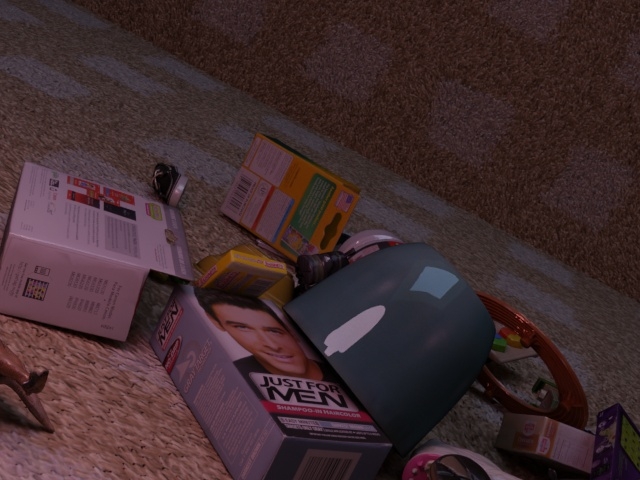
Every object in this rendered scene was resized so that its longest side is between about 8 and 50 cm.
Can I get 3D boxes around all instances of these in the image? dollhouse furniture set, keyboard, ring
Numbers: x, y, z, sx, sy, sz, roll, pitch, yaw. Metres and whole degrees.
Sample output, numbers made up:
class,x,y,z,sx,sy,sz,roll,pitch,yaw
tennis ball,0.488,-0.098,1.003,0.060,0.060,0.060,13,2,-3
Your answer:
class,x,y,z,sx,sy,sz,roll,pitch,yaw
dollhouse furniture set,0.462,0.332,1.911,0.059,0.076,0.151,27,15,-3
keyboard,-0.025,0.050,2.141,0.256,0.014,0.072,26,16,-2
ring,0.348,0.234,1.759,0.336,0.032,0.336,44,-22,23

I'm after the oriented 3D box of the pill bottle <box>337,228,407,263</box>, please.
class,x,y,z,sx,sy,sz,roll,pitch,yaw
pill bottle,0.134,0.120,1.813,0.210,0.210,0.363,22,17,-17

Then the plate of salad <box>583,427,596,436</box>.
class,x,y,z,sx,sy,sz,roll,pitch,yaw
plate of salad,0.540,0.403,1.861,0.200,0.048,0.200,25,15,-7

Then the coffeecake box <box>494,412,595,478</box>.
class,x,y,z,sx,sy,sz,roll,pitch,yaw
coffeecake box,0.422,0.362,1.660,0.185,0.068,0.142,22,-13,-14

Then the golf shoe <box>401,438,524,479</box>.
class,x,y,z,sx,sy,sz,roll,pitch,yaw
golf shoe,0.268,0.378,1.401,0.306,0.115,0.140,29,13,3

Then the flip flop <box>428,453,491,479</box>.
class,x,y,z,sx,sy,sz,roll,pitch,yaw
flip flop,0.199,0.405,1.234,0.112,0.080,0.277,9,38,-25

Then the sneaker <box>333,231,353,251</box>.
class,x,y,z,sx,sy,sz,roll,pitch,yaw
sneaker,0.000,0.000,2.241,0.275,0.107,0.110,37,-1,17

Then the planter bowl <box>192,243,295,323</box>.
class,x,y,z,sx,sy,sz,roll,pitch,yaw
planter bowl,-0.112,0.069,1.685,0.217,0.090,0.217,36,-2,2

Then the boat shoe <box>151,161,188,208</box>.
class,x,y,z,sx,sy,sz,roll,pitch,yaw
boat shoe,-0.338,-0.124,2.099,0.070,0.077,0.219,23,8,-17

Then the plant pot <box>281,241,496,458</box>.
class,x,y,z,sx,sy,sz,roll,pitch,yaw
plant pot,0.122,0.144,1.458,0.293,0.235,0.293,51,-5,7

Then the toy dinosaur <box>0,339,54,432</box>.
class,x,y,z,sx,sy,sz,roll,pitch,yaw
toy dinosaur,-0.428,0.132,1.070,0.296,0.127,0.200,20,9,-42

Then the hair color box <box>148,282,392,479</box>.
class,x,y,z,sx,sy,sz,roll,pitch,yaw
hair color box,-0.083,0.212,1.362,0.185,0.113,0.374,14,19,-37

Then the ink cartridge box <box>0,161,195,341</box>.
class,x,y,z,sx,sy,sz,roll,pitch,yaw
ink cartridge box,-0.353,0.019,1.486,0.272,0.130,0.309,16,19,-18

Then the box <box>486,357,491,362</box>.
class,x,y,z,sx,sy,sz,roll,pitch,yaw
box,0.342,0.232,2.077,0.062,0.052,0.083,35,19,30

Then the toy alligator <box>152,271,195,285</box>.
class,x,y,z,sx,sy,sz,roll,pitch,yaw
toy alligator,-0.265,0.053,1.702,0.190,0.056,0.051,34,-26,7

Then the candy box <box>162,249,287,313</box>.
class,x,y,z,sx,sy,sz,roll,pitch,yaw
candy box,-0.154,0.084,1.518,0.105,0.206,0.027,17,49,-35

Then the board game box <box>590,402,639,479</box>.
class,x,y,z,sx,sy,sz,roll,pitch,yaw
board game box,0.484,0.418,1.448,0.208,0.056,0.347,50,28,-4

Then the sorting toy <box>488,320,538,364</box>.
class,x,y,z,sx,sy,sz,roll,pitch,yaw
sorting toy,0.358,0.193,2.055,0.193,0.038,0.208,37,19,33

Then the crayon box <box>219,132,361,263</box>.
class,x,y,z,sx,sy,sz,roll,pitch,yaw
crayon box,-0.053,-0.076,2.109,0.323,0.203,0.083,34,12,33

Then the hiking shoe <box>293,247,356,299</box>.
class,x,y,z,sx,sy,sz,roll,pitch,yaw
hiking shoe,0.014,0.094,1.727,0.114,0.227,0.086,-13,62,-12

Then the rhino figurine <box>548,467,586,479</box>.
class,x,y,z,sx,sy,sz,roll,pitch,yaw
rhino figurine,0.434,0.431,1.553,0.243,0.073,0.106,21,23,-27
